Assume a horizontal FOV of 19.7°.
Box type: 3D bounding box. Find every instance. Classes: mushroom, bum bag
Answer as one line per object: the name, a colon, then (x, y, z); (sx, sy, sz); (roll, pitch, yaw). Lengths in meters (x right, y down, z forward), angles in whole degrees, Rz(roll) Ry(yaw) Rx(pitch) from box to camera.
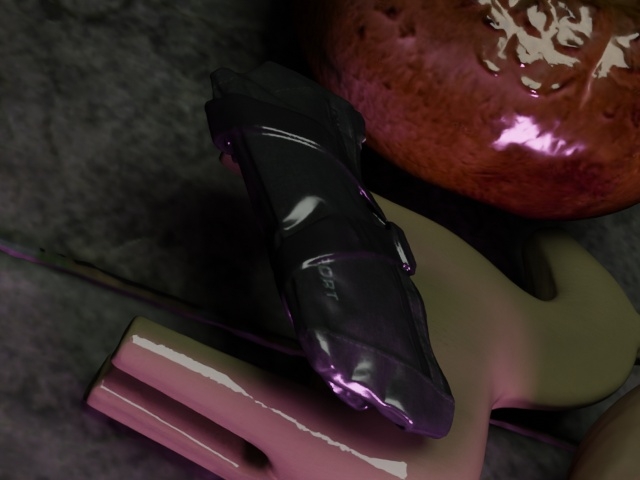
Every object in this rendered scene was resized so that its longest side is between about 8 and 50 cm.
mushroom: (0.098, -0.116, 0.938); (0.253, 0.153, 0.253); (26, 30, -17)
bum bag: (0.000, 0.000, 0.777); (0.087, 0.049, 0.197); (24, 36, -45)

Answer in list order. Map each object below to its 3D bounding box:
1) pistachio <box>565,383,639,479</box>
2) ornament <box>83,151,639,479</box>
pistachio: (0.165, 0.115, 0.831); (0.113, 0.113, 0.149); (40, 73, -2)
ornament: (0.044, 0.045, 0.839); (0.245, 0.061, 0.230); (30, 43, -8)
